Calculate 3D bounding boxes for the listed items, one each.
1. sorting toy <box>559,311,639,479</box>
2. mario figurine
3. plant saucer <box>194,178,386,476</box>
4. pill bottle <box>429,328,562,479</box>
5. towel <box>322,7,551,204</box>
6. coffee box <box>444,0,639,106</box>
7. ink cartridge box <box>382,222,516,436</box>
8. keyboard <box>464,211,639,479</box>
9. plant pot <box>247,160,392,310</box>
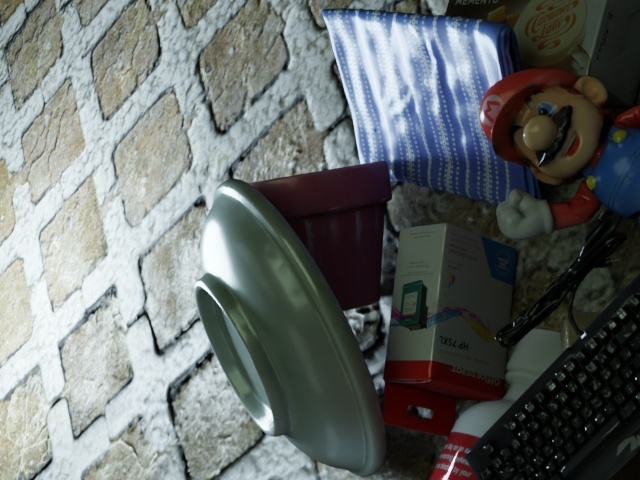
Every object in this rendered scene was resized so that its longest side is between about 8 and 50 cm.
[{"bbox_3d":[0.360,0.178,1.155,0.089,0.255,0.257,100,169,-68],"label":"sorting toy"},{"bbox_3d":[0.293,-0.075,1.334,0.320,0.170,0.198,33,71,28],"label":"mario figurine"},{"bbox_3d":[-0.063,0.123,1.573,0.400,0.100,0.400,54,161,29],"label":"plant saucer"},{"bbox_3d":[0.202,0.307,1.277,0.229,0.229,0.407,11,72,49],"label":"pill bottle"},{"bbox_3d":[0.134,-0.162,1.587,0.336,0.040,0.243,17,130,50],"label":"towel"},{"bbox_3d":[0.262,-0.242,1.535,0.246,0.098,0.141,10,81,49],"label":"coffee box"},{"bbox_3d":[0.150,0.108,1.505,0.078,0.134,0.231,-7,72,47],"label":"ink cartridge box"},{"bbox_3d":[0.237,0.099,1.140,0.317,0.033,0.201,-50,43,22],"label":"keyboard"},{"bbox_3d":[0.000,0.000,1.671,0.201,0.201,0.180,-6,94,47],"label":"plant pot"}]
